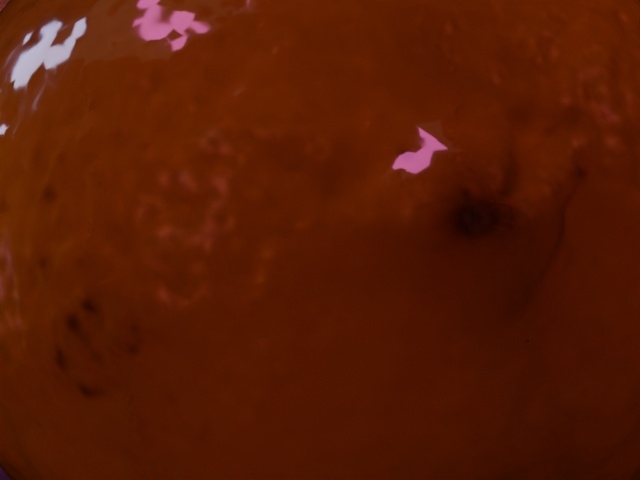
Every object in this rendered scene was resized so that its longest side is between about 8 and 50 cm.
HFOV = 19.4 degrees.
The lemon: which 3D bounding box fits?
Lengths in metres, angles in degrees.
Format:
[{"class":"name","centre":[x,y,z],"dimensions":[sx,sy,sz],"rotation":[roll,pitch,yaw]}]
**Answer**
[{"class":"lemon","centre":[0.000,0.000,0.592],"dimensions":[0.261,0.260,0.284],"rotation":[-17,20,-31]}]

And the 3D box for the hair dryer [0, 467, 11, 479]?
[{"class":"hair dryer","centre":[-0.157,0.124,0.949],"dimensions":[0.361,0.121,0.301],"rotation":[-23,-6,-17]}]
